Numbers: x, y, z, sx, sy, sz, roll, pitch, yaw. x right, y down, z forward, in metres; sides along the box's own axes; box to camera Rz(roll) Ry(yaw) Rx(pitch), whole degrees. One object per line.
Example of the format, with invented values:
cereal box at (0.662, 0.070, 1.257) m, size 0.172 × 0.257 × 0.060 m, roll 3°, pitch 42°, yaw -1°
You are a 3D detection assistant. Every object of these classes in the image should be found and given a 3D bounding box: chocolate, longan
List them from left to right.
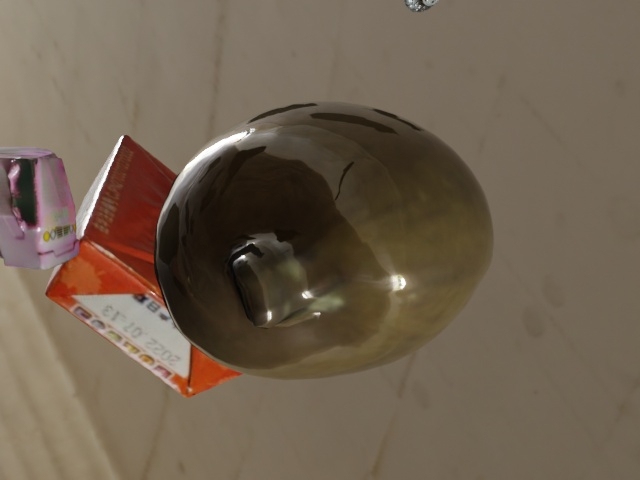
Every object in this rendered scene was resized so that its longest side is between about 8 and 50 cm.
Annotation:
chocolate at (-0.177, 0.031, 1.315) m, size 0.235 × 0.108 × 0.237 m, roll 40°, pitch 27°, yaw -21°
longan at (0.000, 0.000, 1.023) m, size 0.300 × 0.300 × 0.243 m, roll -9°, pitch -77°, yaw 67°

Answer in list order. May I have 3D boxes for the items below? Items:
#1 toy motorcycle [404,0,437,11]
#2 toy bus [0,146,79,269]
toy motorcycle at (0.217, -0.460, 1.663) m, size 0.108 × 0.307 × 0.173 m, roll 42°, pitch -3°, yaw 32°
toy bus at (-0.365, -0.033, 1.097) m, size 0.090 × 0.274 × 0.112 m, roll -42°, pitch 135°, yaw -74°
